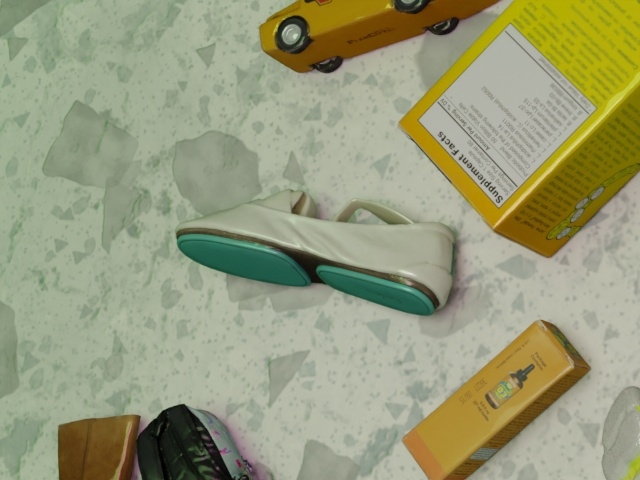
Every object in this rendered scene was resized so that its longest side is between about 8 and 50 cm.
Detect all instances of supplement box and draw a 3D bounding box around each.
[{"bbox_3d":[0.305,-0.180,1.721,0.356,0.195,0.194,-46,61,13],"label":"supplement box"},{"bbox_3d":[0.214,0.201,1.764,0.233,0.080,0.078,-44,63,17],"label":"supplement box"}]

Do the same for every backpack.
[{"bbox_3d":[-0.168,0.311,1.939,0.152,0.115,0.182,-33,64,8],"label":"backpack"}]

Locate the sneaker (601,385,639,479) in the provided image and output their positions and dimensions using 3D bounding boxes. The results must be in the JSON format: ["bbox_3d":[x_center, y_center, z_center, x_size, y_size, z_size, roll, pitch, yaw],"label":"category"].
[{"bbox_3d":[0.398,0.280,1.646,0.091,0.126,0.240,123,155,-46],"label":"sneaker"}]

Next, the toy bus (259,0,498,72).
[{"bbox_3d":[0.080,-0.330,1.932,0.333,0.108,0.130,-15,72,27],"label":"toy bus"}]

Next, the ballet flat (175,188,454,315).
[{"bbox_3d":[0.000,0.000,1.915,0.400,0.139,0.139,11,86,27],"label":"ballet flat"}]

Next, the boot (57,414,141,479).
[{"bbox_3d":[-0.271,0.385,2.020,0.264,0.096,0.280,-7,69,36],"label":"boot"}]
